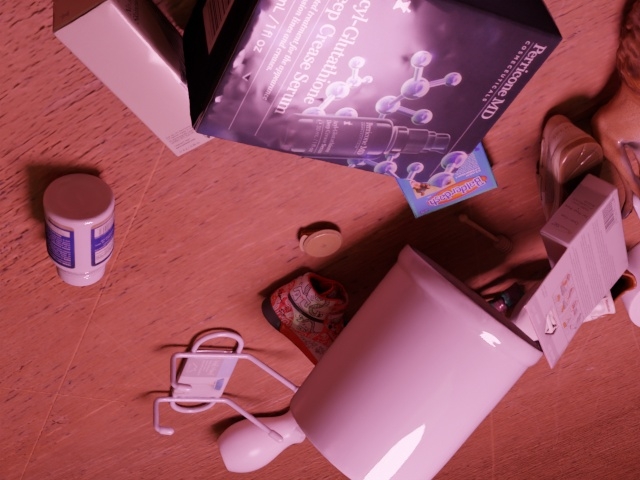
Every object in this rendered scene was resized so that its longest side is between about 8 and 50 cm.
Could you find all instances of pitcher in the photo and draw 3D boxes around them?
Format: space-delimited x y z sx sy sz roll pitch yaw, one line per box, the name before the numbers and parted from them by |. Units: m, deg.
pitcher | -0.144 0.506 2.142 0.207 0.125 0.177 -21 158 -6

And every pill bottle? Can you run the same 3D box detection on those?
pill bottle | -0.402 -0.011 1.421 0.112 0.112 0.186 1 140 -15

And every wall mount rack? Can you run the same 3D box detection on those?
wall mount rack | -0.206 0.347 1.905 0.304 0.130 0.350 5 140 -20

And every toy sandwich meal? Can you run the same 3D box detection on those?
toy sandwich meal | 0.000 0.000 1.605 0.086 0.029 0.085 -11 141 -9

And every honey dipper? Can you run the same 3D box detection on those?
honey dipper | 0.323 -0.014 1.666 0.161 0.030 0.030 28 128 -37

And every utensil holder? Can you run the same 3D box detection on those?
utensil holder | 0.173 0.253 1.622 0.328 0.327 0.385 33 99 -42

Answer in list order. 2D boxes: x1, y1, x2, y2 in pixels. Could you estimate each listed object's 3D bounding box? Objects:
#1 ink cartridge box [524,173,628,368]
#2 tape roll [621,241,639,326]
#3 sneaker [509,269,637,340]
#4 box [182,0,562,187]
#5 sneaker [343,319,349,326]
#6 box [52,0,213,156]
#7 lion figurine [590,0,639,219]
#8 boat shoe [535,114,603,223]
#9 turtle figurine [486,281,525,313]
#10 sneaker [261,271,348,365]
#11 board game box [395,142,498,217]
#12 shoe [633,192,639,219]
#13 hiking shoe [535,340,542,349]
ink cartridge box | 0.442 0.062 1.518 0.261 0.066 0.296 -49 145 -9
tape roll | 0.791 0.081 1.846 0.286 0.100 0.286 -8 142 -6
sneaker | 0.520 0.126 1.740 0.290 0.123 0.105 -31 116 -15
box | 0.054 -0.271 1.131 0.396 0.211 0.293 10 137 -26
sneaker | 0.053 0.211 1.857 0.076 0.065 0.166 -38 136 24
box | -0.240 -0.247 1.169 0.094 0.113 0.275 -24 141 15
lion figurine | 0.516 -0.205 1.368 0.142 0.240 0.392 -27 162 -24
boat shoe | 0.442 -0.104 1.532 0.109 0.098 0.302 -25 144 -2
turtle figurine | 0.335 0.177 1.830 0.234 0.118 0.175 -33 179 6
sneaker | 0.022 0.175 1.733 0.145 0.090 0.270 -37 114 26
board game box | 0.202 -0.139 1.464 0.160 0.047 0.210 -21 141 11
shoe | 0.659 -0.067 1.661 0.081 0.063 0.178 -30 144 20
hiking shoe | 0.446 0.215 1.859 0.227 0.086 0.114 -35 171 -49
